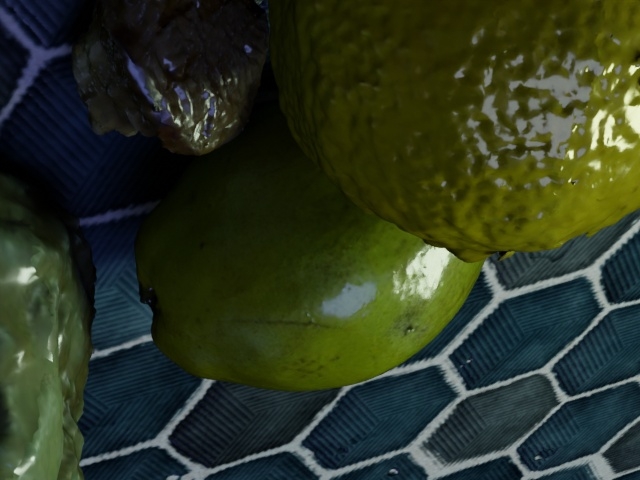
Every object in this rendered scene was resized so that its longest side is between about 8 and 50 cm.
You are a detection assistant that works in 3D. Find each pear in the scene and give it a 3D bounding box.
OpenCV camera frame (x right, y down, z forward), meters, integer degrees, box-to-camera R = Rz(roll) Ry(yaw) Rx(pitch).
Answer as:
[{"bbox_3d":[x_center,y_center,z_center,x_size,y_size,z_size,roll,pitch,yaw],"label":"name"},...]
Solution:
[{"bbox_3d":[0.000,0.000,0.968,0.269,0.212,0.212,-23,146,0],"label":"pear"}]

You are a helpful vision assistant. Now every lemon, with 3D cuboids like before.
[{"bbox_3d":[0.104,-0.143,0.786,0.268,0.268,0.322,-2,99,-31],"label":"lemon"}]

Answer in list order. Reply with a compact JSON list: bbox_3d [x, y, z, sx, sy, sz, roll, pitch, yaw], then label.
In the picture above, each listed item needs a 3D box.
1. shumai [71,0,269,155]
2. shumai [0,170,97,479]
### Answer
[{"bbox_3d":[-0.101,-0.124,0.862,0.139,0.105,0.123,72,39,-65],"label":"shumai"},{"bbox_3d":[-0.292,0.161,0.879,0.395,0.348,0.395,-21,148,-14],"label":"shumai"}]
